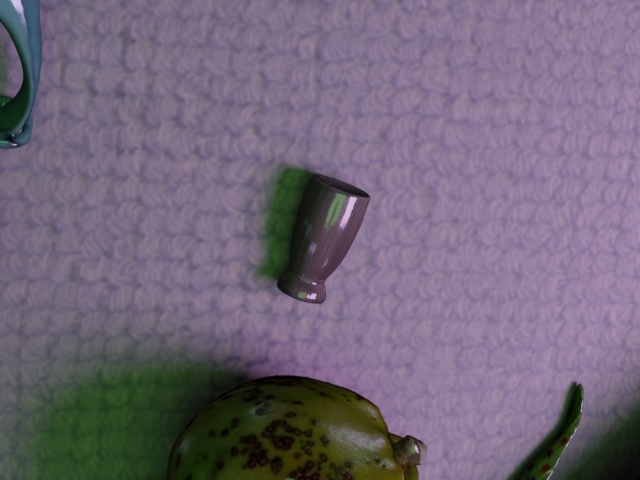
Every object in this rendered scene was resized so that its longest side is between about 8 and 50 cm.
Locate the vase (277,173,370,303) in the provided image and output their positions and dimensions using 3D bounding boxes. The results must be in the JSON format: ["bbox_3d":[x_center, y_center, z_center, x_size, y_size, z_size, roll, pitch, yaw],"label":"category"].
[{"bbox_3d":[0.000,0.000,0.982,0.053,0.053,0.100,18,103,-16],"label":"vase"}]

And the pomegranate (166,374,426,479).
[{"bbox_3d":[-0.047,0.223,0.970,0.204,0.276,0.222,-43,107,-43],"label":"pomegranate"}]

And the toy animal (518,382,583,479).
[{"bbox_3d":[0.210,0.241,1.092,0.075,0.041,0.217,33,89,-16],"label":"toy animal"}]

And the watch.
[{"bbox_3d":[-0.302,-0.147,0.838,0.237,0.068,0.195,23,119,-28],"label":"watch"}]

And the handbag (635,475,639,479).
[{"bbox_3d":[0.358,0.279,1.081,0.302,0.178,0.275,-43,151,-2],"label":"handbag"}]
